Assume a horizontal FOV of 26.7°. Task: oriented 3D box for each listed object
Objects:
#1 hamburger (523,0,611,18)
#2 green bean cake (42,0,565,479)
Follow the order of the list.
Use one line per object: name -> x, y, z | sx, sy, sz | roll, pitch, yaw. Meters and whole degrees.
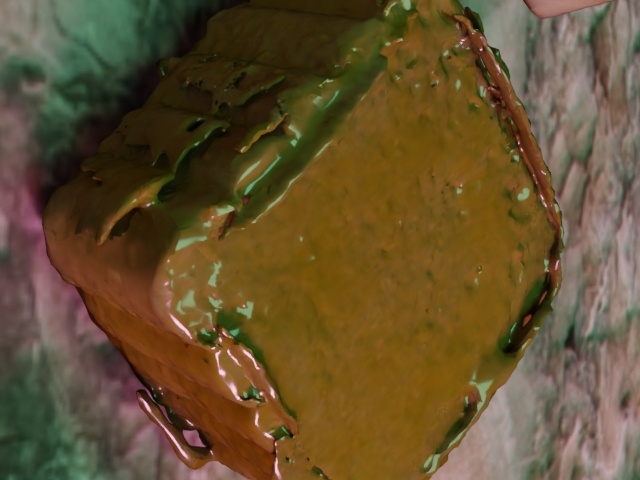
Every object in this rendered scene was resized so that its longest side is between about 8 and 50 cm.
hamburger -> 0.110, -0.216, 0.698 | 0.116, 0.173, 0.210 | -32, 127, 10
green bean cake -> 0.000, 0.000, 0.656 | 0.224, 0.131, 0.229 | -49, 130, -22
